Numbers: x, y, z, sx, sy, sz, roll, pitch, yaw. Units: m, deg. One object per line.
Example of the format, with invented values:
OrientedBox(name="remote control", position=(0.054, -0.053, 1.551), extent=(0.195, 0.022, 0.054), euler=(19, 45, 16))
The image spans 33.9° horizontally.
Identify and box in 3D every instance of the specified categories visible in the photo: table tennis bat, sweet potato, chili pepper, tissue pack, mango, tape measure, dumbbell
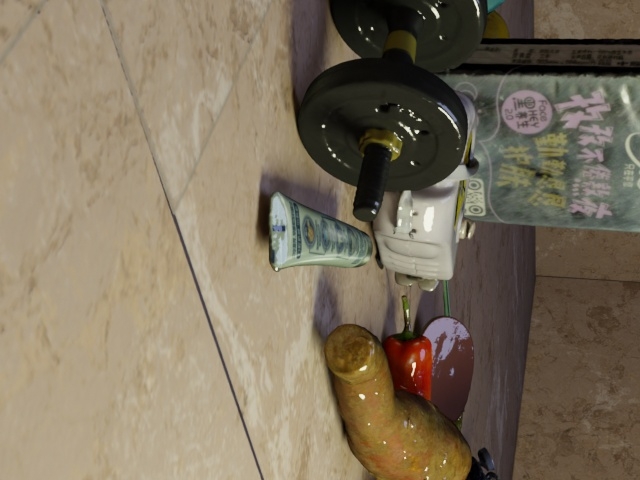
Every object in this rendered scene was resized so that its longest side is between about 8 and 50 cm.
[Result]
OrientedBox(name="table tennis bat", position=(0.162, 0.229, 1.497), extent=(0.138, 0.022, 0.247), euler=(26, 73, -41))
OrientedBox(name="sweet potato", position=(0.072, 0.191, 1.100), extent=(0.385, 0.109, 0.109), euler=(50, 44, -52))
OrientedBox(name="chili pepper", position=(0.105, 0.193, 1.298), extent=(0.071, 0.063, 0.272), euler=(-33, 129, -56))
OrientedBox(name="tissue pack", position=(0.294, -0.130, 1.346), extent=(0.122, 0.361, 0.259), euler=(-72, 158, -44))
OrientedBox(name="mango", position=(0.246, -0.296, 1.645), extent=(0.195, 0.098, 0.137), euler=(-27, 117, -81))
OrientedBox(name="tape measure", position=(0.118, -0.069, 1.162), extent=(0.236, 0.120, 0.197), euler=(63, 39, -71))
OrientedBox(name="dumbbell", position=(0.066, -0.151, 0.911), extent=(0.143, 0.143, 0.326), euler=(73, 25, -52))

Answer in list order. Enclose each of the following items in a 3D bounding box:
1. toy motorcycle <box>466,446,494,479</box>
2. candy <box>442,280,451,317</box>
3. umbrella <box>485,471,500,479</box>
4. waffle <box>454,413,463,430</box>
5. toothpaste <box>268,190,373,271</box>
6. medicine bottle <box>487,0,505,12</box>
OrientedBox(name="toy motorcycle", position=(0.238, 0.426, 1.644), extent=(0.307, 0.108, 0.173), euler=(96, -27, -76))
OrientedBox(name="candy", position=(0.199, 0.101, 1.663), extent=(0.061, 0.061, 0.203), euler=(17, 69, -74))
OrientedBox(name="umbrella", position=(0.271, 0.499, 1.901), extent=(0.272, 0.110, 0.122), euler=(-17, 110, -69))
OrientedBox(name="waffle", position=(0.230, 0.269, 1.813), extent=(0.169, 0.036, 0.184), euler=(-16, 109, -76))
OrientedBox(name="toothpaste", position=(0.000, 0.000, 0.901), extent=(0.239, 0.039, 0.062), euler=(12, 77, -73))
OrientedBox(name="medicine bottle", position=(0.175, -0.323, 1.377), extent=(0.258, 0.124, 0.079), euler=(-59, 147, -83))
